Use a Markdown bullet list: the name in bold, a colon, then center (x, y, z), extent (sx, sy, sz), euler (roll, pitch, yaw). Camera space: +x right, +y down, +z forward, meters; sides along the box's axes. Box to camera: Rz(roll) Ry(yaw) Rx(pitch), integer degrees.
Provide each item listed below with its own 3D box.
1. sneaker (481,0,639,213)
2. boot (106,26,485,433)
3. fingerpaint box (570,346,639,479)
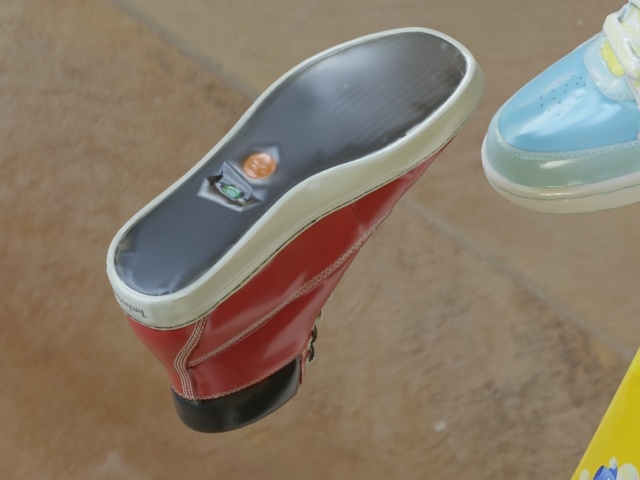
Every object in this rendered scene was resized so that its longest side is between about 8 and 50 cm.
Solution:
- **sneaker**: center (0.213, -0.154, 0.898), extent (0.319, 0.208, 0.127), euler (-28, 47, 6)
- **boot**: center (0.000, 0.000, 0.907), extent (0.244, 0.176, 0.088), euler (-39, 56, -15)
- **fingerpaint box**: center (0.243, 0.322, 0.845), extent (0.163, 0.445, 0.371), euler (5, 30, -32)
